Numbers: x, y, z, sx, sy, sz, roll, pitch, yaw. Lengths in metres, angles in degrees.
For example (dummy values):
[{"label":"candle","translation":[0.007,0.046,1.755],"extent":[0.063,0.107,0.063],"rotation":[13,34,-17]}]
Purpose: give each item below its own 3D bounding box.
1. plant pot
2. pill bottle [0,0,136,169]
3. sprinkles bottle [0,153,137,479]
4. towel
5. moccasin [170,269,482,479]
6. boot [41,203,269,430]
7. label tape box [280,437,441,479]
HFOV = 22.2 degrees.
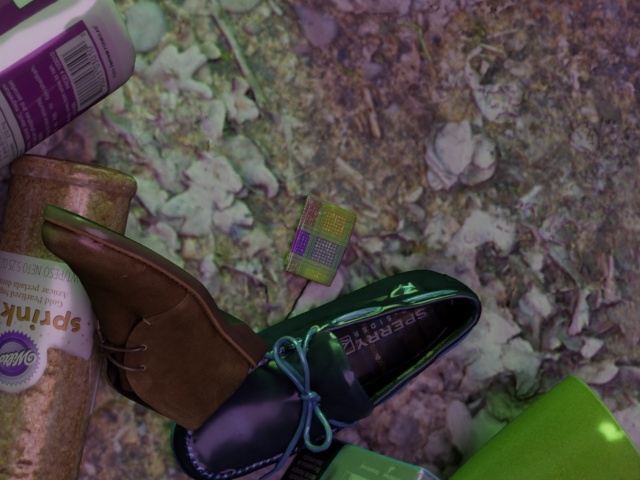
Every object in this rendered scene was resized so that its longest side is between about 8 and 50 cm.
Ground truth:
[{"label":"plant pot","translation":[0.198,0.327,1.635],"extent":[0.293,0.275,0.275],"rotation":[-31,104,-3]},{"label":"pill bottle","translation":[-0.325,-0.132,1.420],"extent":[0.301,0.169,0.169],"rotation":[-37,105,-18]},{"label":"sprinkles bottle","translation":[-0.257,0.104,1.484],"extent":[0.121,0.121,0.355],"rotation":[12,87,-23]},{"label":"towel","translation":[0.000,0.000,1.651],"extent":[0.060,0.009,0.083],"rotation":[21,84,-23]},{"label":"moccasin","translation":[0.006,0.120,1.599],"extent":[0.342,0.117,0.138],"rotation":[-36,105,-18]},{"label":"boot","translation":[-0.157,0.074,1.430],"extent":[0.115,0.112,0.305],"rotation":[-56,140,-11]},{"label":"label tape box","translation":[-0.016,0.363,1.526],"extent":[0.115,0.249,0.348],"rotation":[41,76,-20]}]
